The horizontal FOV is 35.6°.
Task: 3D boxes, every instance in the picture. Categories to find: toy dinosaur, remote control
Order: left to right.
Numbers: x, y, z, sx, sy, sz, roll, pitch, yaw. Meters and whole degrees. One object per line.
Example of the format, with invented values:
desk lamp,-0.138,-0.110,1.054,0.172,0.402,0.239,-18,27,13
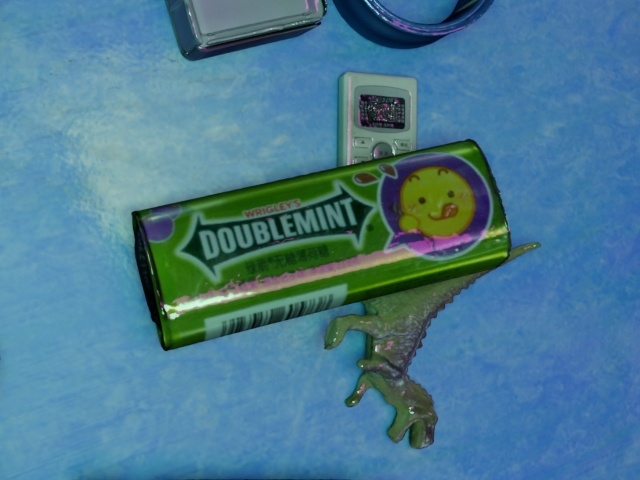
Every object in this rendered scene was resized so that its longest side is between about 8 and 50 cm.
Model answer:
remote control,0.060,-0.079,1.042,0.088,0.029,0.190,3,88,-21
toy dinosaur,0.095,0.080,1.032,0.200,0.072,0.251,25,78,-22

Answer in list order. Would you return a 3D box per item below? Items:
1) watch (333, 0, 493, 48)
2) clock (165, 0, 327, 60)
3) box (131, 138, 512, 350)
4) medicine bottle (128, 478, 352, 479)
watch,0.103,-0.302,1.008,0.200,0.171,0.196,-40,90,-7
clock,-0.090,-0.284,0.967,0.145,0.073,0.193,-17,94,-21
box,0.000,0.000,0.950,0.346,0.097,0.134,-12,76,-13
medicine bottle,-0.065,0.298,0.912,0.318,0.158,0.158,6,86,-22
